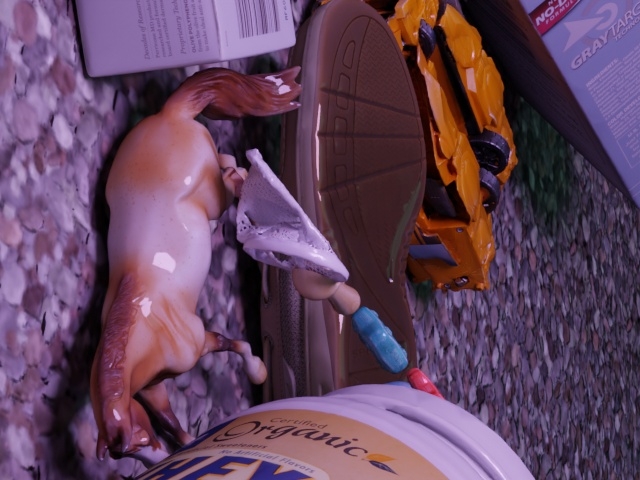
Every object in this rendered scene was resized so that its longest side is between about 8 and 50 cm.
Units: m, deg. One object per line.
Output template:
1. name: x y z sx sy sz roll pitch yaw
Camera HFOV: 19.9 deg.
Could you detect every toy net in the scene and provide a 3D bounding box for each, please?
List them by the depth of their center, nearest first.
1. toy net: 0.015 0.054 1.014 0.232 0.045 0.122 54 -2 -22

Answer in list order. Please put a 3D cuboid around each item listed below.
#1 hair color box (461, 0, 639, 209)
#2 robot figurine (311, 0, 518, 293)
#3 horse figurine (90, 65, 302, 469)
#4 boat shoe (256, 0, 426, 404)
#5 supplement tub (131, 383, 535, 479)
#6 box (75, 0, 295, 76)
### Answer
1. hair color box: 0.194 -0.199 1.478 0.185 0.113 0.374 50 1 38
2. robot figurine: 0.069 -0.105 1.330 0.291 0.085 0.211 62 33 -41
3. horse figurine: -0.075 0.009 1.021 0.174 0.066 0.263 38 57 -60
4. boat shoe: 0.000 0.000 1.153 0.109 0.098 0.302 -2 89 -48
5. supplement tub: -0.029 0.208 0.866 0.316 0.228 0.228 -28 111 -58
6. box: -0.078 -0.148 1.018 0.101 0.087 0.102 -25 107 -64
